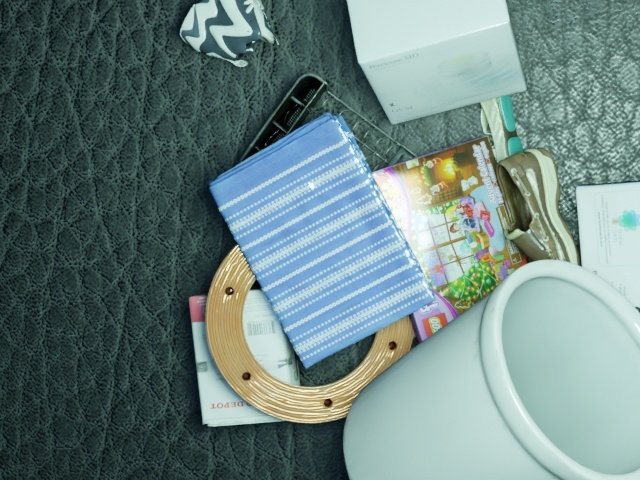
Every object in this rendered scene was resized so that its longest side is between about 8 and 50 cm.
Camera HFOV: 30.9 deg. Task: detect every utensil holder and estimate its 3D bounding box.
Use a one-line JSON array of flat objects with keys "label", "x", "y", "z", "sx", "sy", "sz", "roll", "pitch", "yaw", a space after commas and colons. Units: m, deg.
[{"label": "utensil holder", "x": 0.261, "y": 0.259, "z": 1.668, "sx": 0.327, "sy": 0.327, "sz": 0.385, "roll": 51, "pitch": 136, "yaw": 5}]

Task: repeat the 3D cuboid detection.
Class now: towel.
[{"label": "towel", "x": 0.000, "y": 0.000, "z": 1.794, "sx": 0.243, "sy": 0.040, "sz": 0.336, "roll": -28, "pitch": 90, "yaw": 11}]

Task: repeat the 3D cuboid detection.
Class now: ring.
[{"label": "ring", "x": -0.016, "y": 0.125, "z": 1.860, "sx": 0.336, "sy": 0.032, "sz": 0.336, "roll": 0, "pitch": 91, "yaw": -7}]

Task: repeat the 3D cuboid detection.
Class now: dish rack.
[{"label": "dish rack", "x": 0.029, "y": -0.117, "z": 1.890, "sx": 0.271, "sy": 0.074, "sz": 0.208, "roll": 37, "pitch": 100, "yaw": 7}]

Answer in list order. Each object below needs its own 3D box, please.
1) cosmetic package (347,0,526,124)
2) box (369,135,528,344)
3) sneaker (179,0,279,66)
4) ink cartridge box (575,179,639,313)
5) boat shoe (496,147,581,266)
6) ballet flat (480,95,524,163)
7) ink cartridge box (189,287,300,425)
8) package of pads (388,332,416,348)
[{"label": "cosmetic package", "x": 0.179, "y": -0.302, "z": 1.755, "sx": 0.224, "sy": 0.224, "sz": 0.138, "roll": -14, "pitch": 67, "yaw": 12}, {"label": "box", "x": 0.210, "y": 0.003, "z": 1.834, "sx": 0.201, "sy": 0.057, "sz": 0.293, "roll": -18, "pitch": 92, "yaw": -5}, {"label": "sneaker", "x": -0.112, "y": -0.390, "z": 1.893, "sx": 0.153, "sy": 0.094, "sz": 0.235, "roll": 34, "pitch": 99, "yaw": 6}, {"label": "ink cartridge box", "x": 0.594, "y": 0.035, "z": 1.715, "sx": 0.395, "sy": 0.151, "sz": 0.270, "roll": -4, "pitch": 93, "yaw": 23}, {"label": "boat shoe", "x": 0.324, "y": -0.010, "z": 1.783, "sx": 0.095, "sy": 0.095, "sz": 0.257, "roll": -11, "pitch": 83, "yaw": -21}, {"label": "ballet flat", "x": 0.290, "y": -0.164, "z": 1.853, "sx": 0.052, "sy": 0.057, "sz": 0.168, "roll": -13, "pitch": 87, "yaw": 40}, {"label": "ink cartridge box", "x": -0.122, "y": 0.191, "z": 1.928, "sx": 0.158, "sy": 0.092, "sz": 0.218, "roll": -6, "pitch": 90, "yaw": 11}, {"label": "package of pads", "x": 0.139, "y": 0.140, "z": 1.903, "sx": 0.083, "sy": 0.032, "sz": 0.050, "roll": -27, "pitch": 89, "yaw": 12}]
